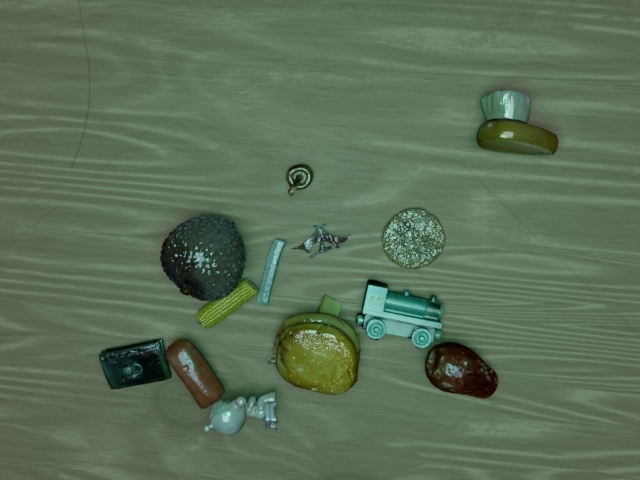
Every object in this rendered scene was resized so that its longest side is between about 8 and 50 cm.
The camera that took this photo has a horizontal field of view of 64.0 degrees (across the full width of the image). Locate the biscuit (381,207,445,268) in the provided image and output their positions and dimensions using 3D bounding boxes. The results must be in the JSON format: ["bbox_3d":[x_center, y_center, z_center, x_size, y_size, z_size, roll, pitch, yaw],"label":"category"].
[{"bbox_3d":[0.321,-0.006,1.769,0.220,0.033,0.220,0,96,2],"label":"biscuit"}]

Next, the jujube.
[{"bbox_3d":[0.480,0.449,1.741,0.255,0.190,0.190,32,98,-13],"label":"jujube"}]

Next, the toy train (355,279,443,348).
[{"bbox_3d":[0.277,0.253,1.763,0.298,0.120,0.194,11,93,2],"label":"toy train"}]

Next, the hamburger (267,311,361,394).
[{"bbox_3d":[-0.018,0.387,1.752,0.314,0.170,0.290,11,113,5],"label":"hamburger"}]

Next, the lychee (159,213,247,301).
[{"bbox_3d":[-0.387,0.058,1.713,0.300,0.300,0.300,0,97,4],"label":"lychee"}]

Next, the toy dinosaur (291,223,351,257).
[{"bbox_3d":[0.000,0.000,1.793,0.220,0.032,0.108,-10,100,15],"label":"toy dinosaur"}]

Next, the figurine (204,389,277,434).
[{"bbox_3d":[-0.281,0.620,1.811,0.257,0.182,0.144,-5,78,-12],"label":"figurine"}]

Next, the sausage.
[{"bbox_3d":[-0.453,0.469,1.841,0.113,0.113,0.259,-31,95,7],"label":"sausage"}]

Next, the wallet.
[{"bbox_3d":[-0.679,0.459,1.885,0.236,0.055,0.160,-11,103,4],"label":"wallet"}]

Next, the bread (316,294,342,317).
[{"bbox_3d":[0.026,0.267,1.830,0.084,0.080,0.109,21,133,1],"label":"bread"}]

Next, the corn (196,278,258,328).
[{"bbox_3d":[-0.334,0.224,1.817,0.248,0.081,0.081,-36,93,9],"label":"corn"}]

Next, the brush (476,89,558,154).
[{"bbox_3d":[0.640,-0.370,1.644,0.267,0.174,0.166,11,88,-6],"label":"brush"}]

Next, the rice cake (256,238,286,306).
[{"bbox_3d":[-0.176,0.113,1.812,0.045,0.042,0.245,17,98,6],"label":"rice cake"}]

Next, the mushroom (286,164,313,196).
[{"bbox_3d":[-0.083,-0.201,1.749,0.088,0.073,0.129,38,64,-15],"label":"mushroom"}]
